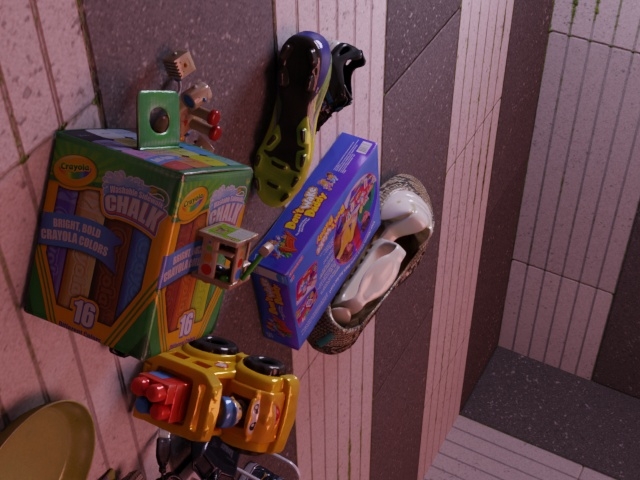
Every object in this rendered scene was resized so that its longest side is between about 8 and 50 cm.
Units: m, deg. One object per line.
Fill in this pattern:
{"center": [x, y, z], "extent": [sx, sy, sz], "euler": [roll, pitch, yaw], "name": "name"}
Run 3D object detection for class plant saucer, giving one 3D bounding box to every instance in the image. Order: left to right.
{"center": [-0.379, 0.310, 1.292], "extent": [0.241, 0.037, 0.240], "euler": [-50, 152, -40], "name": "plant saucer"}

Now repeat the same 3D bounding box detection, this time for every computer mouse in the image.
{"center": [-0.209, 0.347, 1.688], "extent": [0.184, 0.060, 0.262], "euler": [40, 38, -32], "name": "computer mouse"}

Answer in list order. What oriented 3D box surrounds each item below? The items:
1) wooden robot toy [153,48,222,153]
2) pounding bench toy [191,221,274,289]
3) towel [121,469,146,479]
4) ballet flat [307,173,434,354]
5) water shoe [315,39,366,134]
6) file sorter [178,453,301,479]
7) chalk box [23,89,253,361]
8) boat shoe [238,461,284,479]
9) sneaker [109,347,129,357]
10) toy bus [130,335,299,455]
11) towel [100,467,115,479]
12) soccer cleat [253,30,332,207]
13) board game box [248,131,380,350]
{"center": [-0.182, -0.157, 1.316], "extent": [0.079, 0.076, 0.173], "euler": [-41, 146, -32], "name": "wooden robot toy"}
{"center": [-0.098, 0.025, 1.162], "extent": [0.052, 0.083, 0.065], "euler": [-28, 133, -62], "name": "pounding bench toy"}
{"center": [-0.350, 0.556, 1.509], "extent": [0.312, 0.056, 0.324], "euler": [-50, 153, -53], "name": "towel"}
{"center": [0.134, 0.029, 2.082], "extent": [0.482, 0.164, 0.182], "euler": [-55, -171, -29], "name": "ballet flat"}
{"center": [0.010, -0.239, 1.690], "extent": [0.203, 0.080, 0.073], "euler": [-69, 159, -3], "name": "water shoe"}
{"center": [-0.174, 0.502, 1.767], "extent": [0.277, 0.173, 0.192], "euler": [-46, 152, -48], "name": "file sorter"}
{"center": [-0.207, -0.033, 1.205], "extent": [0.180, 0.179, 0.288], "euler": [-17, 125, -65], "name": "chalk box"}
{"center": [-0.144, 0.537, 2.007], "extent": [0.183, 0.083, 0.065], "euler": [-62, 158, -18], "name": "boat shoe"}
{"center": [-0.257, 0.092, 1.363], "extent": [0.084, 0.058, 0.152], "euler": [-56, 163, -53], "name": "sneaker"}
{"center": [-0.172, 0.234, 1.496], "extent": [0.211, 0.220, 0.149], "euler": [6, 100, -62], "name": "toy bus"}
{"center": [-0.334, 0.385, 1.507], "extent": [0.083, 0.009, 0.060], "euler": [-43, 146, -50], "name": "towel"}
{"center": [-0.035, -0.191, 1.610], "extent": [0.121, 0.094, 0.289], "euler": [-40, 145, -64], "name": "soccer cleat"}
{"center": [0.000, 0.000, 1.883], "extent": [0.347, 0.078, 0.233], "euler": [-55, 155, -33], "name": "board game box"}
